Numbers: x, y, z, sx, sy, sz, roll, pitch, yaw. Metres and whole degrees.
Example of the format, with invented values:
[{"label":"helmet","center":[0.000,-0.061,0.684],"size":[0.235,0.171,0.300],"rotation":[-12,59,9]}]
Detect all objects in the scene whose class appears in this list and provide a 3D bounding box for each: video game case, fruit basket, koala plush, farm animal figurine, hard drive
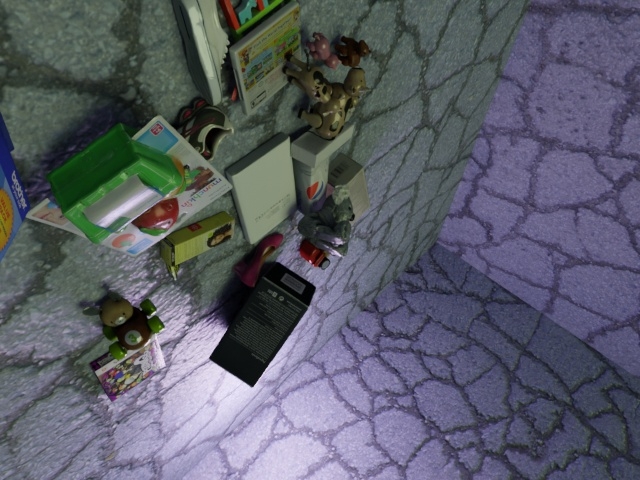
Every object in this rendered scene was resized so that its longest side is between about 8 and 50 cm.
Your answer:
[{"label":"video game case","center":[-0.642,0.420,1.500],"size":[0.210,0.042,0.231],"rotation":[-33,149,-33]},{"label":"fruit basket","center":[-0.392,-0.086,0.998],"size":[0.327,0.165,0.353],"rotation":[-35,154,0]},{"label":"video game case","center":[-0.130,-0.458,1.128],"size":[0.227,0.026,0.206],"rotation":[-47,162,-21]},{"label":"koala plush","center":[0.044,-0.091,1.636],"size":[0.196,0.204,0.221],"rotation":[90,25,-67]},{"label":"farm animal figurine","center":[0.042,-0.433,1.297],"size":[0.330,0.172,0.326],"rotation":[-43,159,-38]},{"label":"hard drive","center":[-0.184,-0.164,1.488],"size":[0.233,0.047,0.352],"rotation":[-41,153,-23]}]

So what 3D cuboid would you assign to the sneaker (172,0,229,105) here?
[{"label":"sneaker","center":[-0.243,-0.422,0.982],"size":[0.091,0.094,0.258],"rotation":[-34,150,-24]}]

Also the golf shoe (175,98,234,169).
[{"label":"golf shoe","center":[-0.333,-0.219,1.078],"size":[0.272,0.120,0.105],"rotation":[-50,157,-2]}]

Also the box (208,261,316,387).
[{"label":"box","center":[-0.219,0.322,1.773],"size":[0.395,0.212,0.293],"rotation":[-57,-179,9]}]

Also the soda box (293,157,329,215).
[{"label":"soda box","center":[-0.038,-0.217,1.607],"size":[0.091,0.098,0.286],"rotation":[-37,152,-29]}]

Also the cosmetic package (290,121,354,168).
[{"label":"cosmetic package","center":[0.009,-0.334,1.477],"size":[0.239,0.099,0.060],"rotation":[-46,156,-38]}]

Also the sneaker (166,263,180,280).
[{"label":"sneaker","center":[-0.455,0.093,1.390],"size":[0.035,0.031,0.083],"rotation":[-36,151,-32]}]

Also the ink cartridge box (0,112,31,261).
[{"label":"ink cartridge box","center":[-0.582,-0.066,0.649],"size":[0.151,0.395,0.269],"rotation":[1,135,-12]}]

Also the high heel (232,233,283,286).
[{"label":"high heel","center":[-0.208,0.072,1.680],"size":[0.244,0.117,0.082],"rotation":[-38,151,-28]}]

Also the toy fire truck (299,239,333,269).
[{"label":"toy fire truck","center":[0.000,0.000,1.928],"size":[0.217,0.159,0.246],"rotation":[-51,144,-1]}]

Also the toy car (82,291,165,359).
[{"label":"toy car","center":[-0.568,0.218,1.256],"size":[0.155,0.149,0.188],"rotation":[-35,141,-11]}]

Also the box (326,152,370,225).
[{"label":"box","center":[0.107,-0.201,1.844],"size":[0.148,0.121,0.311],"rotation":[-46,155,-13]}]

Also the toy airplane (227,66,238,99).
[{"label":"toy airplane","center":[-0.183,-0.431,1.140],"size":[0.151,0.028,0.151],"rotation":[-44,162,-18]}]

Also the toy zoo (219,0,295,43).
[{"label":"toy zoo","center":[-0.152,-0.591,0.986],"size":[0.192,0.030,0.293],"rotation":[-45,155,-14]}]

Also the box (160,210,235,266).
[{"label":"box","center":[-0.373,-0.008,1.363],"size":[0.232,0.058,0.087],"rotation":[-30,147,-38]}]
